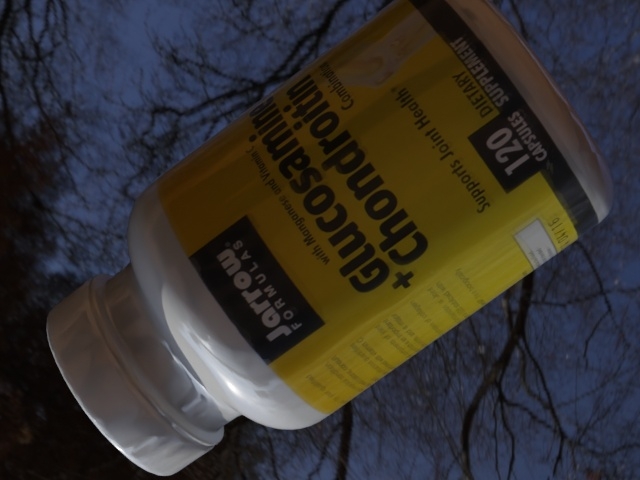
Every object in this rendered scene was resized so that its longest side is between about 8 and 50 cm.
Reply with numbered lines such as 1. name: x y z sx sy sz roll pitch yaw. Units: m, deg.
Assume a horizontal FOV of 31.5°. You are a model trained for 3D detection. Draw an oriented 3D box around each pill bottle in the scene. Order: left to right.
1. pill bottle: 0.000 0.000 0.395 0.184 0.103 0.103 -36 -115 6
